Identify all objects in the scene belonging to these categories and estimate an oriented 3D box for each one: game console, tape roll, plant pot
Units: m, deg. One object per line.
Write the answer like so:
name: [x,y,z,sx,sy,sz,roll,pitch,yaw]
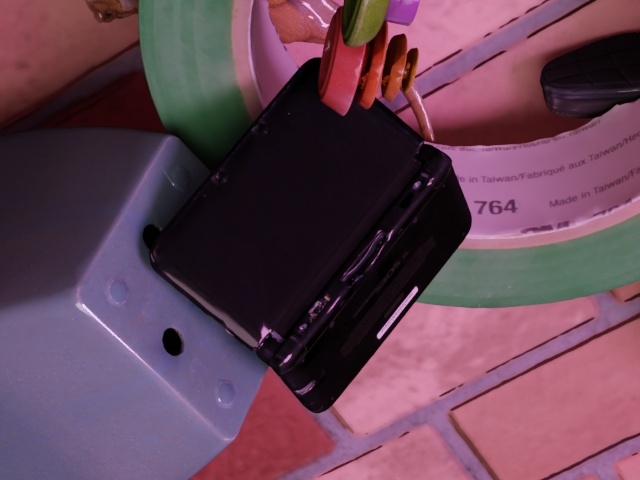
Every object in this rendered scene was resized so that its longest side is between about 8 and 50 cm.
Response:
game console: [0.000,0.000,0.654,0.122,0.071,0.107,-51,152,-10]
tape roll: [0.080,-0.108,0.661,0.321,0.077,0.321,1,132,1]
plant pot: [-0.136,0.047,0.719,0.234,0.165,0.165,-17,126,42]

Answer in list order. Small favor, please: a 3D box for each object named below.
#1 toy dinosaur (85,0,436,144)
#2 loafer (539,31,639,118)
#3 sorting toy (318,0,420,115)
toy dinosaur: [-0.014,-0.122,0.747,0.212,0.064,0.112,17,132,-9]
loafer: [0.202,-0.075,0.777,0.170,0.062,0.061,-2,127,0]
sorting toy: [0.029,-0.091,0.587,0.042,0.061,0.102,10,154,-8]
